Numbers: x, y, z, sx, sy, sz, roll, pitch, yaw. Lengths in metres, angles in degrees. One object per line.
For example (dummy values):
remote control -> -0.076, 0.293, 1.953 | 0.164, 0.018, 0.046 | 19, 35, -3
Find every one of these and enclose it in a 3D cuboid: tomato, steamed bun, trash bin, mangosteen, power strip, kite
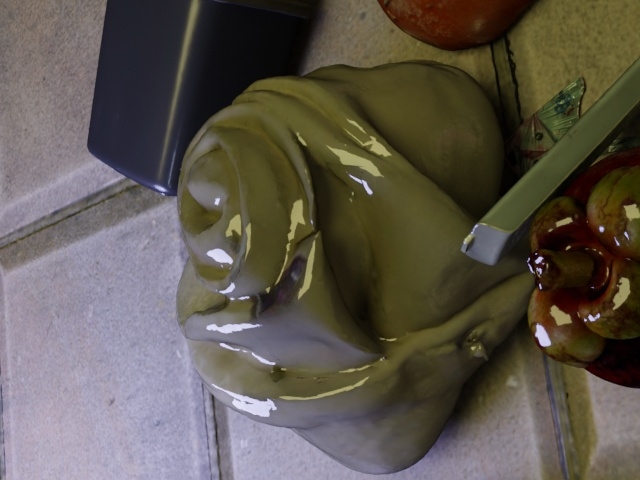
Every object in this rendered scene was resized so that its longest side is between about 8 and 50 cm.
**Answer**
tomato -> 0.124, -0.295, 0.979 | 0.236, 0.095, 0.237 | -6, 81, 43
steamed bun -> 0.000, 0.000, 0.950 | 0.368, 0.255, 0.342 | -56, 50, 20
trash bin -> -0.136, -0.204, 1.159 | 0.209, 0.182, 0.290 | 26, 107, 41
mangosteen -> 0.225, 0.018, 0.770 | 0.200, 0.200, 0.200 | -7, 80, 43
power strip -> 0.197, -0.070, 0.832 | 0.027, 0.252, 0.060 | 41, 159, 15
kite -> 0.216, -0.073, 0.922 | 0.152, 0.005, 0.137 | 9, 91, 44
